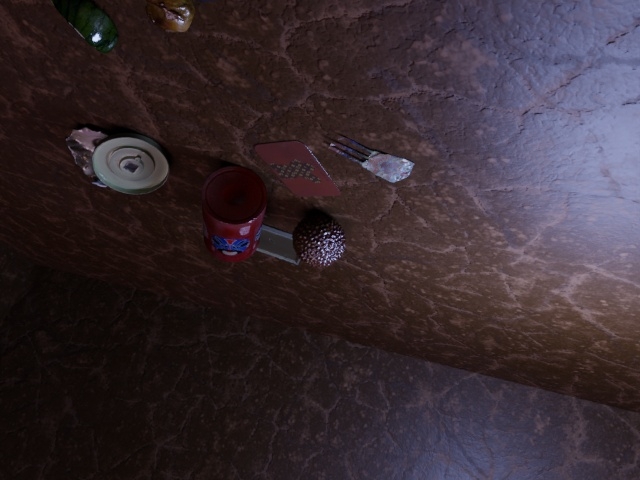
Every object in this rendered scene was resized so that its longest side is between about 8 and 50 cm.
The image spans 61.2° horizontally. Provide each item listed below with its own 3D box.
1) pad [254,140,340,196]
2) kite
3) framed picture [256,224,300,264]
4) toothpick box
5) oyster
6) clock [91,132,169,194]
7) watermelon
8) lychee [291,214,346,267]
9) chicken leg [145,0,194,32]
[{"bbox_3d":[-0.064,-0.204,1.594,0.181,0.004,0.267,1,150,33],"label":"pad"},{"bbox_3d":[0.134,-0.216,1.423,0.229,0.016,0.127,22,153,-16],"label":"kite"},{"bbox_3d":[-0.223,-0.005,2.104,0.335,0.022,0.247,19,156,-3],"label":"framed picture"},{"bbox_3d":[-0.287,-0.077,1.778,0.204,0.204,0.333,19,155,-2],"label":"toothpick box"},{"bbox_3d":[-0.706,-0.282,1.769,0.214,0.083,0.223,-13,123,15],"label":"oyster"},{"bbox_3d":[-0.602,-0.239,1.722,0.235,0.029,0.235,-6,137,-6],"label":"clock"},{"bbox_3d":[-0.537,-0.488,1.229,0.092,0.075,0.181,5,154,35],"label":"watermelon"},{"bbox_3d":[0.000,0.000,1.784,0.188,0.188,0.188,15,156,7],"label":"lychee"},{"bbox_3d":[-0.327,-0.513,1.026,0.107,0.087,0.251,23,156,39],"label":"chicken leg"}]
